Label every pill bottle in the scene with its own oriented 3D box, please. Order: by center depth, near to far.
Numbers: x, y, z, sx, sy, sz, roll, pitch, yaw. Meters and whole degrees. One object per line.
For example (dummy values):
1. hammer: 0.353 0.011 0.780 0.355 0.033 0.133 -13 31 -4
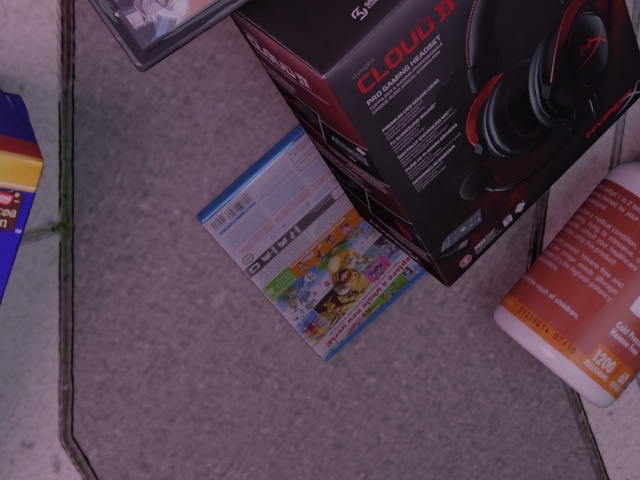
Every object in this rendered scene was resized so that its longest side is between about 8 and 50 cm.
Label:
1. pill bottle: 0.248 0.017 1.136 0.121 0.121 0.216 38 93 -31

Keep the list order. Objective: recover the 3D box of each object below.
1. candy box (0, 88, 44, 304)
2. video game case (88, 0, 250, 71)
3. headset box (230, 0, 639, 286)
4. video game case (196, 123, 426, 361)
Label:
1. candy box: -0.343 0.042 0.874 0.268 0.122 0.317 10 112 -28
2. video game case: -0.054 -0.266 0.758 0.275 0.035 0.248 -33 111 4
3. headset box: 0.084 -0.137 0.943 0.218 0.110 0.293 -44 143 -7
4. video game case: 0.000 0.000 1.084 0.119 0.015 0.166 -42 120 -4
